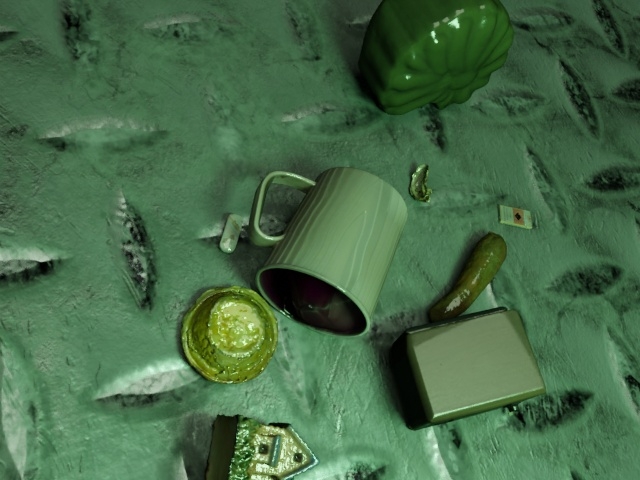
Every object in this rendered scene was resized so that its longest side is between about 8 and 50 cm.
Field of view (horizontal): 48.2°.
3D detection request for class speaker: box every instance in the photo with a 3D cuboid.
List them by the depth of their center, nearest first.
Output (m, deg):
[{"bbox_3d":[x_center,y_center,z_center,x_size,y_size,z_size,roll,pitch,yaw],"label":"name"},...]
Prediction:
[{"bbox_3d":[0.269,0.247,1.355,0.231,0.153,0.192,-11,72,-12],"label":"speaker"}]

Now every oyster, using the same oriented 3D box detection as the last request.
[{"bbox_3d":[0.236,-0.123,1.590,0.038,0.081,0.083,25,92,-35],"label":"oyster"}]

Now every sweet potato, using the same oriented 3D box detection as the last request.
[{"bbox_3d":[0.323,0.084,1.529,0.075,0.075,0.273,41,63,0],"label":"sweet potato"}]

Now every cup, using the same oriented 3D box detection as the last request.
[{"bbox_3d":[0.001,0.011,1.364,0.289,0.208,0.273,19,58,14],"label":"cup"}]

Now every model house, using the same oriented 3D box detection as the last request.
[{"bbox_3d":[-0.092,0.387,1.170,0.172,0.166,0.182,17,73,-18],"label":"model house"}]

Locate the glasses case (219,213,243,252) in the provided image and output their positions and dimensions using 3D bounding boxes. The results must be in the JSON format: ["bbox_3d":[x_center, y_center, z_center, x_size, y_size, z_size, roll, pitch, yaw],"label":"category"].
[{"bbox_3d":[-0.174,-0.014,1.397,0.032,0.021,0.083,22,60,-14],"label":"glasses case"}]

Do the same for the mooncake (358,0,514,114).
[{"bbox_3d":[0.265,-0.433,1.602,0.352,0.351,0.187,-14,61,-27],"label":"mooncake"}]

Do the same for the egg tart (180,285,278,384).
[{"bbox_3d":[-0.158,0.165,1.293,0.191,0.074,0.191,8,66,-19],"label":"egg tart"}]

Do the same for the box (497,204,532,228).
[{"bbox_3d":[0.455,-0.055,1.676,0.083,0.012,0.046,10,62,-16],"label":"box"}]

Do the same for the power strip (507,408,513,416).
[{"bbox_3d":[0.368,0.274,1.471,0.075,0.042,0.175,1,66,-23],"label":"power strip"}]
